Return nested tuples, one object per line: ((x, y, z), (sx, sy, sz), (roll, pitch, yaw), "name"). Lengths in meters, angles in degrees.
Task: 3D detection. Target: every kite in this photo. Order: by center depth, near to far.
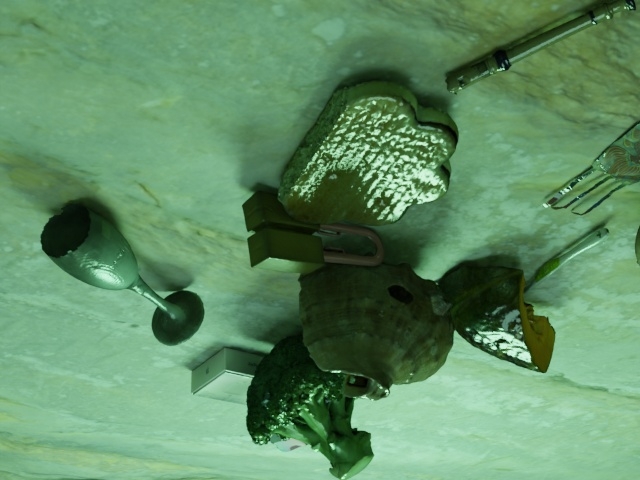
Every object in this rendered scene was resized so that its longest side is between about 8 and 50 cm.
((0.413, -0.091, 1.394), (0.127, 0.016, 0.229), (19, 143, -27), "kite")

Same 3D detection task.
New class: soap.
((-0.057, 0.375, 2.050), (0.056, 0.100, 0.149), (-23, 170, 21), "soap")

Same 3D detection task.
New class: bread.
((0.073, -0.101, 1.302), (0.207, 0.056, 0.286), (15, 145, -22), "bread")

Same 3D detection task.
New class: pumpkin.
((0.284, 0.150, 1.677), (0.163, 0.111, 0.278), (-5, 150, 26), "pumpkin")

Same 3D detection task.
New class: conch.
((0.083, 0.115, 1.518), (0.263, 0.324, 0.186), (32, 101, 2), "conch")

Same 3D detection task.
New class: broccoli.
((-0.008, 0.288, 1.753), (0.270, 0.270, 0.270), (-28, 160, -11), "broccoli")

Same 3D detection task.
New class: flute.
((0.245, -0.223, 1.143), (0.233, 0.027, 0.027), (-22, 144, 30), "flute")

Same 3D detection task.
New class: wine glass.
((-0.217, 0.013, 1.481), (0.264, 0.096, 0.309), (-29, 143, 8), "wine glass")

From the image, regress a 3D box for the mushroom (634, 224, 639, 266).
((0.559, 0.026, 1.412), (0.207, 0.215, 0.207), (-10, 151, -5), "mushroom")

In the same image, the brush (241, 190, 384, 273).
((0.000, 0.000, 1.432), (0.233, 0.103, 0.047), (10, 150, -38), "brush")

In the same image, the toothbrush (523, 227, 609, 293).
((0.375, 0.045, 1.610), (0.026, 0.022, 0.263), (11, 148, -27), "toothbrush")

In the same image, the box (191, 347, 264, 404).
((-0.157, 0.260, 1.897), (0.130, 0.051, 0.129), (16, 144, -31), "box")
